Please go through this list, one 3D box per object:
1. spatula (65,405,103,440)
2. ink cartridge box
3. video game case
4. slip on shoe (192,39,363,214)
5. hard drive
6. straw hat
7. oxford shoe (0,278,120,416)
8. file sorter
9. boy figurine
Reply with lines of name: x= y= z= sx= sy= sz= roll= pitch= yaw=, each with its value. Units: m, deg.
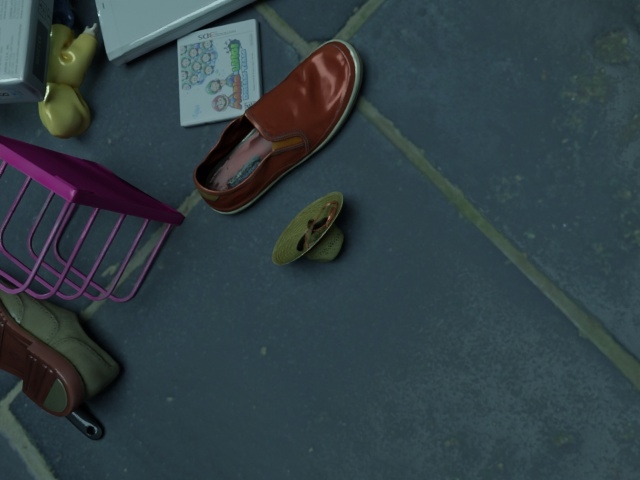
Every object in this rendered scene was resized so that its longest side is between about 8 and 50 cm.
spatula: x=-0.461 y=0.226 z=1.539 sx=0.296 sy=0.030 sz=0.084 roll=40 pitch=97 yaw=20
ink cartridge box: x=-0.631 y=-0.373 z=1.529 sx=0.385 sy=0.091 sz=0.308 roll=-2 pitch=76 yaw=9
video game case: x=-0.163 y=-0.268 z=1.508 sx=0.143 sy=0.019 sz=0.157 roll=-7 pitch=80 yaw=19
slip on shoe: x=-0.064 y=-0.173 z=1.415 sx=0.331 sy=0.101 sz=0.123 roll=-44 pitch=69 yaw=8
hard drive: x=-0.230 y=-0.437 z=1.538 sx=0.307 sy=0.040 sz=0.203 roll=-22 pitch=70 yaw=17
straw hat: x=0.000 y=0.000 z=1.384 sx=0.144 sy=0.144 sz=0.061 roll=-44 pitch=113 yaw=9
oxford shoe: x=-0.472 y=0.144 z=1.516 sx=0.348 sy=0.130 sz=0.123 roll=40 pitch=127 yaw=20
file sorter: x=-0.392 y=-0.021 z=1.414 sx=0.202 sy=0.290 sz=0.182 roll=30 pitch=96 yaw=21
boy figurine: x=-0.444 y=-0.309 z=1.580 sx=0.177 sy=0.092 sz=0.285 roll=-20 pitch=77 yaw=16
